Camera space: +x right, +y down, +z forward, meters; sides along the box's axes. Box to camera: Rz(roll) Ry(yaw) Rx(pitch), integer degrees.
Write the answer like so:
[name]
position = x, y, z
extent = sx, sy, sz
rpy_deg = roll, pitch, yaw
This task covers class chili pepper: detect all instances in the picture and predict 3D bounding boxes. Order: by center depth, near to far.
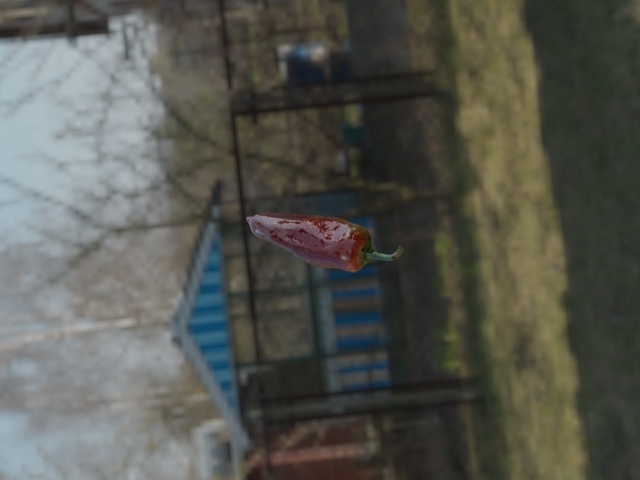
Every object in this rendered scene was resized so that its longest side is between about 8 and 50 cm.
[chili pepper]
position = -0.001, 0.001, 1.810
extent = 0.059, 0.191, 0.050
rpy_deg = -33, -52, -47
